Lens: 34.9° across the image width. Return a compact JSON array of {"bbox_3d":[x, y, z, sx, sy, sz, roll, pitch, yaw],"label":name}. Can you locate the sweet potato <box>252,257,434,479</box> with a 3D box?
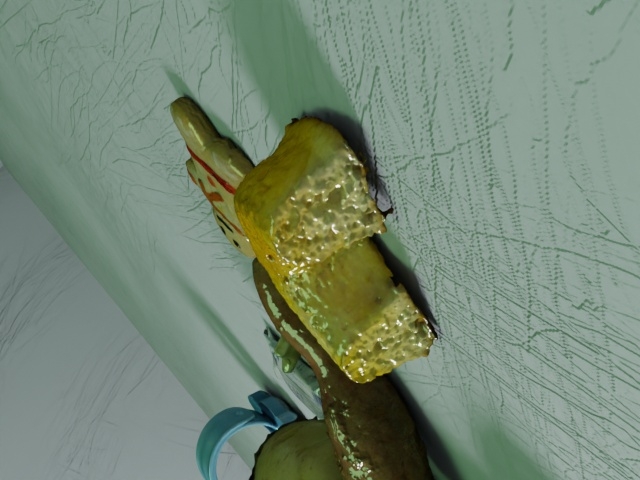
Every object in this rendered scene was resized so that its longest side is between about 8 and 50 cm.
[{"bbox_3d":[0.037,0.181,1.135,0.385,0.109,0.109,61,162,-12],"label":"sweet potato"}]

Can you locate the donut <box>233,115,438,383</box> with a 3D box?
[{"bbox_3d":[0.000,0.001,0.878,0.152,0.101,0.259,43,166,48],"label":"donut"}]

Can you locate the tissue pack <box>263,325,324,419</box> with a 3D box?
[{"bbox_3d":[-0.020,0.215,1.492,0.193,0.026,0.122,38,158,41],"label":"tissue pack"}]

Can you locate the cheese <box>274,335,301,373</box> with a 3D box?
[{"bbox_3d":[-0.044,0.155,1.400,0.030,0.044,0.083,29,155,18],"label":"cheese"}]

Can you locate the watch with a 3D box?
[{"bbox_3d":[-0.114,0.385,1.813,0.211,0.193,0.211,49,164,19],"label":"watch"}]

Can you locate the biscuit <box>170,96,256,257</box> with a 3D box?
[{"bbox_3d":[-0.105,-0.052,1.153,0.153,0.030,0.234,47,163,25],"label":"biscuit"}]

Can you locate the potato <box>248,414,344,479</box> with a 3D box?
[{"bbox_3d":[0.041,0.354,1.308,0.242,0.242,0.285,132,122,-74],"label":"potato"}]
